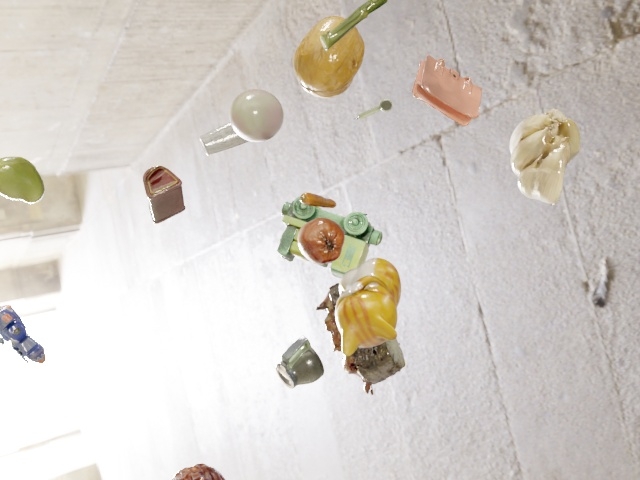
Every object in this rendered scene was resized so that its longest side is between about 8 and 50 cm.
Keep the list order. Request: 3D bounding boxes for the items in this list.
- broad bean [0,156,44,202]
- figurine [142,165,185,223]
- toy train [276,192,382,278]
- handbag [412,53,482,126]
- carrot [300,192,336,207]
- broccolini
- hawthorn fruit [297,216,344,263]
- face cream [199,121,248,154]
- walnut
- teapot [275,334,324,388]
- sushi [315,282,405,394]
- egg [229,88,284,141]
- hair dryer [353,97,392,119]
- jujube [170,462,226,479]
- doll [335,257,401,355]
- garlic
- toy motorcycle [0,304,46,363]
[{"bbox_3d":[-0.440,-0.089,0.920,0.063,0.083,0.045,-54,42,-1],"label":"broad bean"},{"bbox_3d":[-0.363,-0.122,1.424,0.098,0.082,0.154,55,159,23],"label":"figurine"},{"bbox_3d":[0.019,-0.011,2.335,0.160,0.397,0.253,53,-123,-74],"label":"toy train"},{"bbox_3d":[0.387,-0.456,1.911,0.059,0.212,0.157,-39,28,56],"label":"handbag"},{"bbox_3d":[-0.001,-0.131,2.111,0.043,0.248,0.043,-1,88,25],"label":"carrot"},{"bbox_3d":[0.159,-0.584,1.476,0.079,0.392,0.074,50,179,37],"label":"broccolini"},{"bbox_3d":[0.000,0.000,1.776,0.138,0.133,0.133,23,120,61],"label":"hawthorn fruit"},{"bbox_3d":[-0.302,-0.352,2.116,0.084,0.198,0.057,67,163,-3],"label":"face cream"},{"bbox_3d":[0.027,-0.503,1.744,0.193,0.225,0.193,31,160,12],"label":"walnut"},{"bbox_3d":[-0.034,0.180,0.927,0.066,0.057,0.088,34,143,32],"label":"teapot"},{"bbox_3d":[0.131,0.283,1.890,0.182,0.196,0.343,-30,60,21],"label":"sushi"},{"bbox_3d":[-0.127,-0.247,1.248,0.103,0.135,0.103,2,98,17],"label":"egg"},{"bbox_3d":[0.156,-0.388,1.896,0.038,0.124,0.063,64,-170,-12],"label":"hair dryer"},{"bbox_3d":[-0.297,0.641,1.517,0.250,0.174,0.174,-175,75,-77],"label":"jujube"},{"bbox_3d":[0.118,0.155,1.554,0.167,0.269,0.162,-35,98,24],"label":"doll"},{"bbox_3d":[0.608,-0.250,1.736,0.185,0.281,0.203,21,150,20],"label":"garlic"},{"bbox_3d":[-0.769,0.225,1.580,0.114,0.076,0.205,1,127,48],"label":"toy motorcycle"}]
